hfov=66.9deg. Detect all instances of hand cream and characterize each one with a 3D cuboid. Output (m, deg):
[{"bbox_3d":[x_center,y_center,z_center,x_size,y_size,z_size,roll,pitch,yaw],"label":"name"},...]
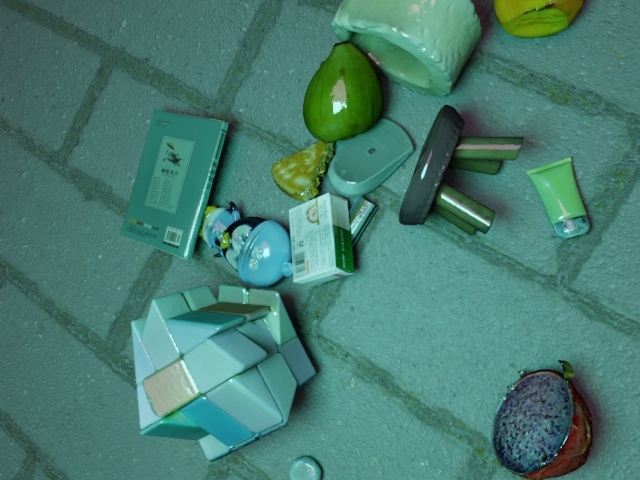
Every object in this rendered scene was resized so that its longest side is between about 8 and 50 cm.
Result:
[{"bbox_3d":[0.528,-0.089,1.060,0.095,0.046,0.174,-18,71,18],"label":"hand cream"}]

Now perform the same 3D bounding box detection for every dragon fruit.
[{"bbox_3d":[0.469,0.381,0.967,0.148,0.218,0.223,29,53,-9],"label":"dragon fruit"}]

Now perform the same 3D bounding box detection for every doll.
[{"bbox_3d":[-0.189,0.012,1.252,0.314,0.141,0.177,27,106,26],"label":"doll"}]

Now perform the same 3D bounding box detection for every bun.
[{"bbox_3d":[-0.036,0.564,1.181,0.083,0.045,0.083,-3,83,23],"label":"bun"}]

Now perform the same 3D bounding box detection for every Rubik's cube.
[{"bbox_3d":[-0.222,0.280,1.116,0.387,0.358,0.367,-35,80,27],"label":"Rubik's cube"}]

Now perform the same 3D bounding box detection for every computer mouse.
[{"bbox_3d":[0.120,-0.200,1.203,0.231,0.079,0.128,-36,70,-3],"label":"computer mouse"}]

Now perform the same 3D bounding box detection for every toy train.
[{"bbox_3d":[0.054,0.009,1.214,0.055,0.048,0.251,34,96,22],"label":"toy train"}]

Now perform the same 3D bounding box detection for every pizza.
[{"bbox_3d":[-0.026,-0.193,1.256,0.199,0.062,0.188,-43,49,2],"label":"pizza"}]

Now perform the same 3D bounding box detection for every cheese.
[{"bbox_3d":[0.183,-0.477,1.096,0.332,0.292,0.153,31,95,28],"label":"cheese"}]

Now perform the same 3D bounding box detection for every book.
[{"bbox_3d":[-0.405,-0.162,1.322,0.264,0.031,0.378,17,92,25],"label":"book"}]

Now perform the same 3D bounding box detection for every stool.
[{"bbox_3d":[0.291,-0.136,1.045,0.179,0.272,0.271,21,91,6],"label":"stool"}]

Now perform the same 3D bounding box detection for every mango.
[{"bbox_3d":[0.494,-0.593,1.084,0.187,0.138,0.256,6,82,38],"label":"mango"}]

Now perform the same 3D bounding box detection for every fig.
[{"bbox_3d":[0.049,-0.354,1.160,0.203,0.203,0.225,-2,115,19],"label":"fig"}]

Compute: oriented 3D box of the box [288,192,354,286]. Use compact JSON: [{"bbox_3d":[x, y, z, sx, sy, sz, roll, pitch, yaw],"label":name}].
[{"bbox_3d":[0.000,0.000,1.179,0.135,0.081,0.198,-20,66,36],"label":"box"}]
